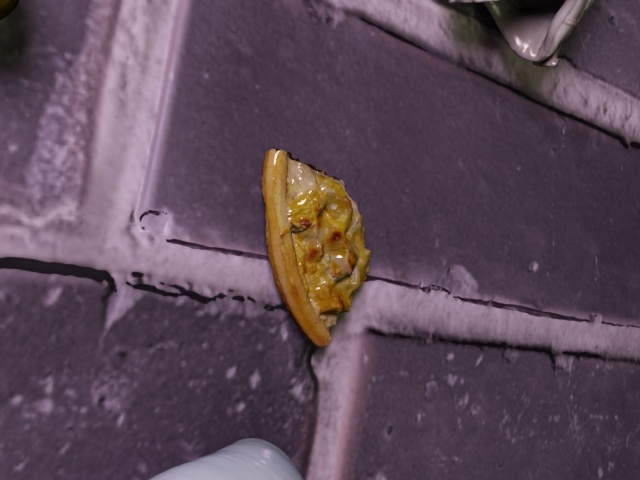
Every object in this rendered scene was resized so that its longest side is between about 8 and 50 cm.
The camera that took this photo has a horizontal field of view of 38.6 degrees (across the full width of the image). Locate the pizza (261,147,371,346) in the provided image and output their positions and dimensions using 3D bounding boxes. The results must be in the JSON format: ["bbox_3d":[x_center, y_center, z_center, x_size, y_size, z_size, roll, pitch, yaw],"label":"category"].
[{"bbox_3d":[0.000,0.000,0.705,0.099,0.036,0.160,-25,113,-38],"label":"pizza"}]

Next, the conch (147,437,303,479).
[{"bbox_3d":[-0.076,0.232,0.629,0.221,0.121,0.185,-27,143,-42],"label":"conch"}]

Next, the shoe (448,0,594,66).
[{"bbox_3d":[0.146,-0.288,0.735,0.342,0.132,0.210,36,69,-43],"label":"shoe"}]

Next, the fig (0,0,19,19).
[{"bbox_3d":[-0.193,-0.155,0.482,0.074,0.074,0.088,11,67,-43],"label":"fig"}]
